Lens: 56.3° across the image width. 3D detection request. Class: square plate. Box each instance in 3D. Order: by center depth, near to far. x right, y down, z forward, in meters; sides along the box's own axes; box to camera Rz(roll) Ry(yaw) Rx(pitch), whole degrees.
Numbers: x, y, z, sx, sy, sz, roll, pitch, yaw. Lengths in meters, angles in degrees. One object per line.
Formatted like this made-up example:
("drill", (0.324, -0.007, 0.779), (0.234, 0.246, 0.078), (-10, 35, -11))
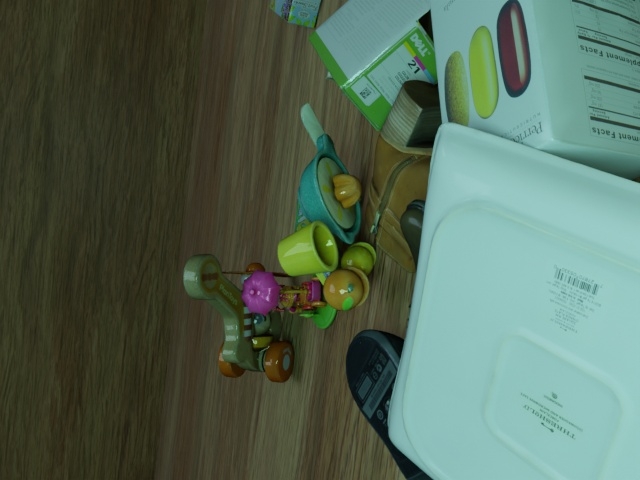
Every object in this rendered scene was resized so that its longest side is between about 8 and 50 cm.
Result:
("square plate", (0.180, 0.119, 0.450), (0.347, 0.049, 0.344), (31, 125, 44))

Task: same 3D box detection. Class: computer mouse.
("computer mouse", (0.122, 0.227, 0.749), (0.272, 0.072, 0.188), (58, 137, 37))

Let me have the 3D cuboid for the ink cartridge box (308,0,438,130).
("ink cartridge box", (0.125, -0.305, 0.835), (0.255, 0.097, 0.189), (-38, 40, 14))

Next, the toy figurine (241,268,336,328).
("toy figurine", (-0.072, 0.099, 1.114), (0.173, 0.159, 0.130), (150, 122, -64))

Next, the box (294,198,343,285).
("box", (0.000, 0.000, 0.982), (0.105, 0.043, 0.179), (59, -168, -23))

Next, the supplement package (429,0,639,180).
("supplement package", (0.199, -0.165, 0.550), (0.139, 0.134, 0.244), (144, 128, -61))

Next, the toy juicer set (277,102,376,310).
("toy juicer set", (0.039, -0.047, 0.906), (0.089, 0.209, 0.329), (-20, 44, 26))

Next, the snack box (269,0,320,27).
("snack box", (-0.042, -0.592, 1.310), (0.174, 0.070, 0.207), (-120, 42, -54))

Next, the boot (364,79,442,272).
("boot", (0.133, -0.032, 0.729), (0.283, 0.109, 0.220), (60, 148, 38))

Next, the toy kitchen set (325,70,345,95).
("toy kitchen set", (0.056, -0.285, 1.009), (0.075, 0.068, 0.083), (-143, 60, -64))

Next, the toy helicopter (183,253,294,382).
("toy helicopter", (-0.157, 0.120, 1.180), (0.355, 0.140, 0.235), (57, -140, -52))

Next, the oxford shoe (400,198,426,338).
("oxford shoe", (0.127, 0.068, 0.612), (0.227, 0.096, 0.083), (67, 162, 3))
